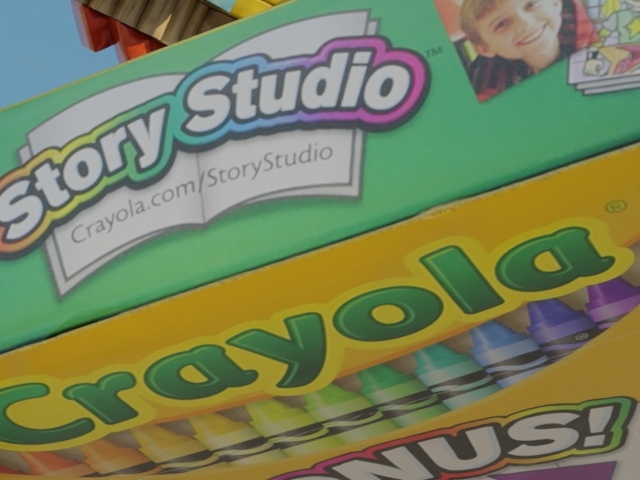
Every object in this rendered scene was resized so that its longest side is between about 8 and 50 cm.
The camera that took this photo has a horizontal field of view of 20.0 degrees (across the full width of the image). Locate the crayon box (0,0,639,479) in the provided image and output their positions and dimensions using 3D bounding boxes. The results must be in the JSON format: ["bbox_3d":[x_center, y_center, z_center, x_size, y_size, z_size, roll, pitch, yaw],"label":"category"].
[{"bbox_3d":[0.033,0.038,0.669,0.363,0.106,0.313,-19,-31,19],"label":"crayon box"}]

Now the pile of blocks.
[{"bbox_3d":[-0.169,-0.202,1.356,0.362,0.112,0.149,25,2,-10],"label":"pile of blocks"}]
